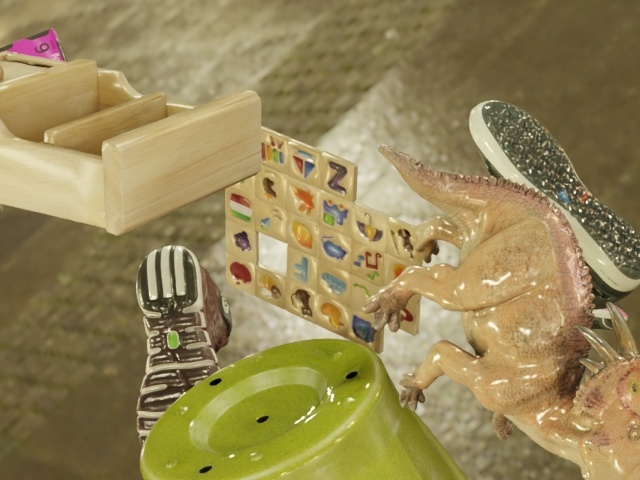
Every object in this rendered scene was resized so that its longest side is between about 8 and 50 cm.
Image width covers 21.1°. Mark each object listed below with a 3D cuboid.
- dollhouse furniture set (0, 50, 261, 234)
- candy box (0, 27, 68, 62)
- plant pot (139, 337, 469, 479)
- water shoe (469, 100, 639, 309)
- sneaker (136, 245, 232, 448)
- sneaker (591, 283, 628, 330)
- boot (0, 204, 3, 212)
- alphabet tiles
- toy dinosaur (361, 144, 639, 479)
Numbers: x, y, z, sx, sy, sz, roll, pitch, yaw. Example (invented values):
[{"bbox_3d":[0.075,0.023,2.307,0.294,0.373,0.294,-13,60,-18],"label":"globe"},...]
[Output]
[{"bbox_3d":[-0.198,-0.233,1.254,0.256,0.394,0.362,12,23,30],"label":"dollhouse furniture set"},{"bbox_3d":[-0.397,-0.137,2.060,0.233,0.159,0.071,-23,-16,-6],"label":"candy box"},{"bbox_3d":[0.007,0.296,1.588,0.366,0.353,0.366,-19,23,9],"label":"plant pot"},{"bbox_3d":[0.184,-0.025,1.444,0.073,0.203,0.080,-32,-12,-44],"label":"water shoe"},{"bbox_3d":[-0.146,0.153,2.072,0.106,0.281,0.162,-4,-9,17],"label":"sneaker"},{"bbox_3d":[0.243,0.082,1.875,0.178,0.077,0.072,9,25,-5],"label":"sneaker"},{"bbox_3d":[-0.452,-0.026,1.863,0.106,0.082,0.219,-3,11,42],"label":"boot"},{"bbox_3d":[0.000,0.000,1.658,0.237,0.198,0.009,23,38,30],"label":"alphabet tiles"},{"bbox_3d":[0.154,0.049,1.211,0.200,0.296,0.127,-20,1,39],"label":"toy dinosaur"}]
